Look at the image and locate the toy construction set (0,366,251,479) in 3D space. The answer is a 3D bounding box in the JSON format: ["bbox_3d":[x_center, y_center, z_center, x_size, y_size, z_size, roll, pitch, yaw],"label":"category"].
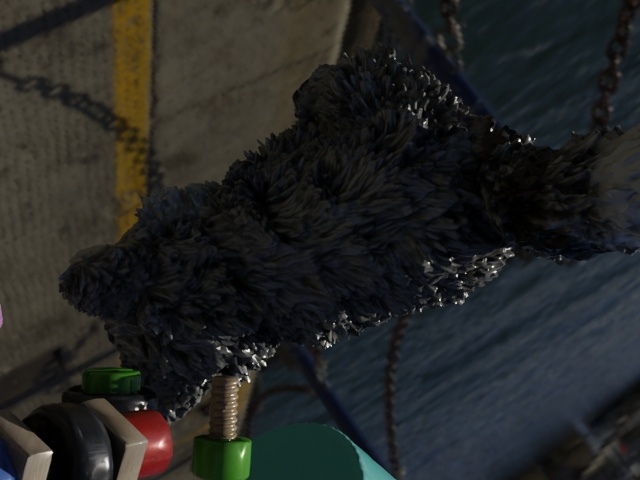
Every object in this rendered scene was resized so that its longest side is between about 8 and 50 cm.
[{"bbox_3d":[-0.207,0.191,0.570,0.257,0.237,0.309,3,180,16],"label":"toy construction set"}]

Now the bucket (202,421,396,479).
[{"bbox_3d":[-0.011,0.329,1.109,0.281,0.281,0.183,-37,121,6],"label":"bucket"}]

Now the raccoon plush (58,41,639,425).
[{"bbox_3d":[0.000,0.000,0.801,0.299,0.216,0.446,-35,-172,-24],"label":"raccoon plush"}]

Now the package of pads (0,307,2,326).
[{"bbox_3d":[-0.265,0.038,0.782,0.032,0.050,0.083,-34,148,33],"label":"package of pads"}]
